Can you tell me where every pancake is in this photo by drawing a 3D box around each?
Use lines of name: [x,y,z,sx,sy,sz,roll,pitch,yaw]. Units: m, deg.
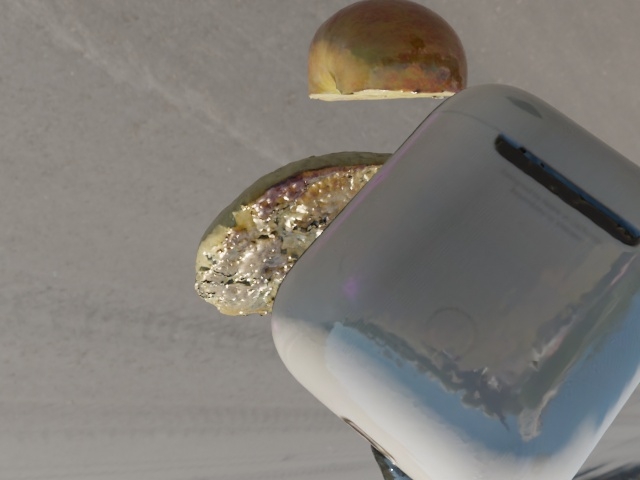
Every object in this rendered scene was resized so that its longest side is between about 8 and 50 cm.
pancake: [0.001,0.002,1.081,0.356,0.065,0.356,-20,149,-12]

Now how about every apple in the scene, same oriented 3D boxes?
apple: [0.113,-0.318,1.392,0.251,0.163,0.293,-4,-170,-21]

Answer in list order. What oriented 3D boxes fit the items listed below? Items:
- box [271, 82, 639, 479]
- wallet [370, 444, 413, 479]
box: [0.150,0.039,0.726,0.349,0.289,0.141,-47,166,-20]
wallet: [0.189,0.285,0.968,0.228,0.062,0.406,-41,132,-25]
